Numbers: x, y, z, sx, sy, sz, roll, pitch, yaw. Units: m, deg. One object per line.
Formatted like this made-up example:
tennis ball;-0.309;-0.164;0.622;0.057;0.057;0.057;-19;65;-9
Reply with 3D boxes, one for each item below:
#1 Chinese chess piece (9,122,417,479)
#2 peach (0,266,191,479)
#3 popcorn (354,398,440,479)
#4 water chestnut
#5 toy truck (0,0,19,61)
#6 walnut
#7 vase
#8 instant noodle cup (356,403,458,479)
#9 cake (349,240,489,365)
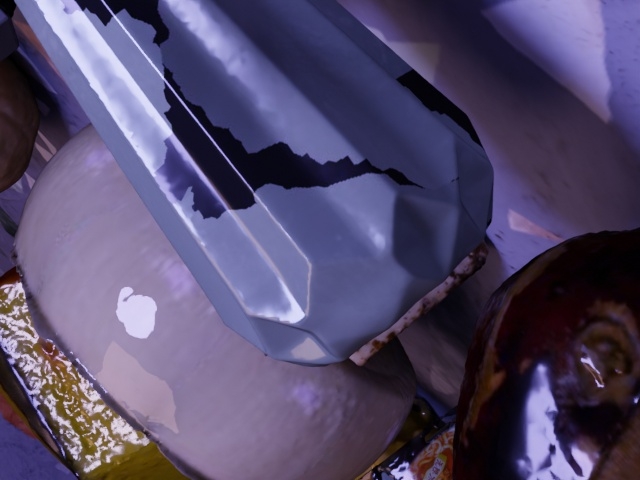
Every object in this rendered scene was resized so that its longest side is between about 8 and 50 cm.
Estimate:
Chinese chess piece;-0.078;0.049;1.148;0.338;0.140;0.338;45;-169;-11
peach;-0.207;0.143;1.690;0.306;0.242;0.380;58;-174;33
popcorn;0.051;0.239;1.430;0.250;0.190;0.250;48;174;6
water chestnut;0.180;0.098;0.760;0.238;0.224;0.223;45;165;34
toy truck;-0.434;-0.276;1.228;0.405;0.254;0.180;47;167;2
walnut;-0.408;-0.129;1.571;0.225;0.225;0.261;48;161;-11
vase;-0.071;-0.108;0.762;0.360;0.165;0.165;49;162;-3
instant noodle cup;0.130;0.231;1.190;0.182;0.230;0.230;51;164;12
cake;-0.008;0.002;1.089;0.112;0.135;0.246;51;162;-24
